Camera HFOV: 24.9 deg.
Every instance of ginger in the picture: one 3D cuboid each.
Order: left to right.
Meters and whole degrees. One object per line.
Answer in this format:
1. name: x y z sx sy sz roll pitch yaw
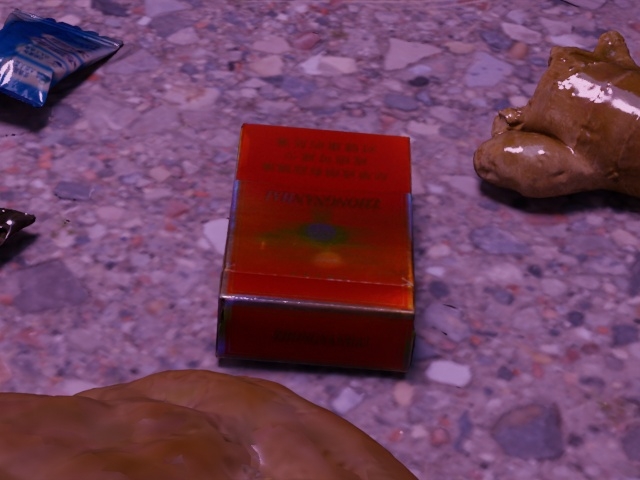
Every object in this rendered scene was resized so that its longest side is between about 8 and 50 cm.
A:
1. ginger: 0.207 -0.071 0.945 0.205 0.081 0.115 8 41 9

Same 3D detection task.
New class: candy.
1. candy: -0.206 -0.132 1.021 0.088 0.038 0.136 18 31 11

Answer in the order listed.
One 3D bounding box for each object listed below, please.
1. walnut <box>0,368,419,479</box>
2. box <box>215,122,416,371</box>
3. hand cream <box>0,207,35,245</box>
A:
1. walnut: -0.053 0.177 0.480 0.277 0.252 0.313 -18 34 -25
2. box: 0.000 0.001 0.863 0.112 0.048 0.175 6 38 -1
3. hand cream: -0.256 -0.027 0.891 0.163 0.039 0.062 27 42 18
